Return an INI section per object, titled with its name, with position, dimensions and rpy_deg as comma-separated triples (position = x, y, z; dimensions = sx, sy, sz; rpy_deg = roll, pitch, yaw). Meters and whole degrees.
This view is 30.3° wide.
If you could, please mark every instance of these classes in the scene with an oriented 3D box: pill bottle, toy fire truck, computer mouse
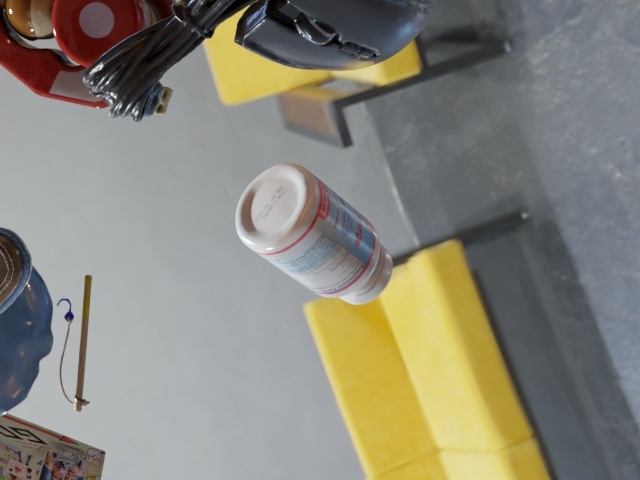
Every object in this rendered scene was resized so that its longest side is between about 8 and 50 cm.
[pill bottle]
position = 0.000, 0.000, 1.098
dimensions = 0.160, 0.087, 0.087
rpy_deg = 37, -163, -47
[toy fire truck]
position = -0.276, -0.305, 1.260
dimensions = 0.169, 0.254, 0.302
rpy_deg = -42, -35, -77
[computer mouse]
position = -0.023, -0.117, 0.727
dimensions = 0.060, 0.184, 0.262
rpy_deg = 60, -156, 4

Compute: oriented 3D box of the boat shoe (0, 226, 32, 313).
[boat shoe]
position = -0.304, 0.051, 0.917
dimensions = 0.066, 0.183, 0.066
rpy_deg = 58, -158, -3

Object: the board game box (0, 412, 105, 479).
[board game box]
position = -0.461, 0.325, 1.623
dimensions = 0.046, 0.317, 0.213
rpy_deg = -53, 22, 30

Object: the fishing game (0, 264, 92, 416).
[fishing game]
position = -0.352, 0.094, 1.188
dimensions = 0.041, 0.264, 0.189
rpy_deg = 53, -147, -73
